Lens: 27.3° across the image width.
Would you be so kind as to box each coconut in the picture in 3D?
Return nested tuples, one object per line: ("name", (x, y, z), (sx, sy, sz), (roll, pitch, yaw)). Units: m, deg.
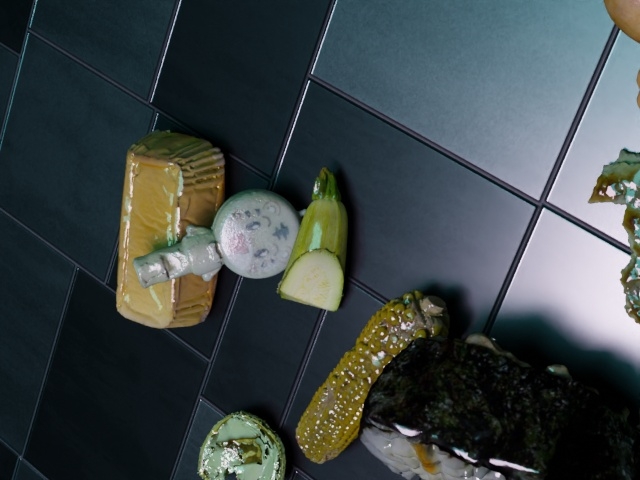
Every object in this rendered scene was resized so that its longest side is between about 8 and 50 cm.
("coconut", (-0.106, 0.310, 1.940), (0.158, 0.055, 0.133), (13, 104, 32))

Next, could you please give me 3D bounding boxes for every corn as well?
("corn", (0.067, 0.182, 1.770), (0.097, 0.097, 0.320), (49, 123, 19))

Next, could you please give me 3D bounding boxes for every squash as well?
("squash", (-0.001, 0.002, 1.797), (0.090, 0.075, 0.200), (14, 107, 15))

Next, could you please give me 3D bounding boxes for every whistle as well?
("whistle", (-0.134, 0.006, 1.836), (0.258, 0.067, 0.126), (-20, 104, -6))

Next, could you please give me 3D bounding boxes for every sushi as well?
("sushi", (0.221, 0.239, 1.590), (0.350, 0.171, 0.211), (23, 154, 20))

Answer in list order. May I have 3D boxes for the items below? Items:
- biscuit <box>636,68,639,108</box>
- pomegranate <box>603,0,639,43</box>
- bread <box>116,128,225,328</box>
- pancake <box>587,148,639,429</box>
("biscuit", (0.436, -0.118, 1.434), (0.236, 0.144, 0.040), (54, 167, 31))
("pomegranate", (0.387, -0.286, 1.401), (0.191, 0.191, 0.191), (7, 102, 35))
("bread", (-0.224, -0.013, 1.931), (0.152, 0.119, 0.288), (15, 108, 30))
("pancake", (0.459, 0.059, 1.479), (0.304, 0.067, 0.427), (-11, 92, 37))
